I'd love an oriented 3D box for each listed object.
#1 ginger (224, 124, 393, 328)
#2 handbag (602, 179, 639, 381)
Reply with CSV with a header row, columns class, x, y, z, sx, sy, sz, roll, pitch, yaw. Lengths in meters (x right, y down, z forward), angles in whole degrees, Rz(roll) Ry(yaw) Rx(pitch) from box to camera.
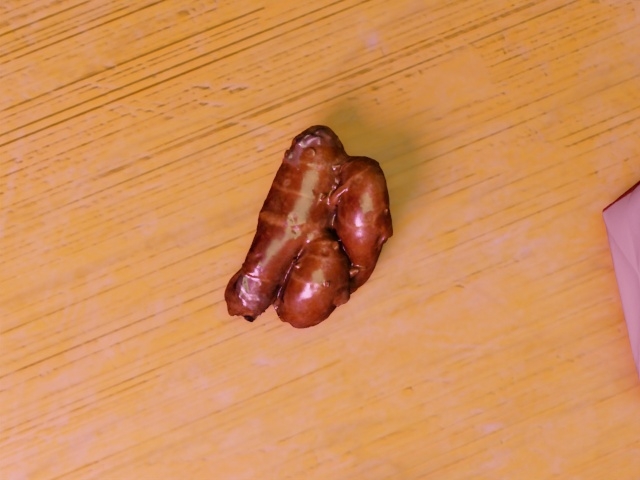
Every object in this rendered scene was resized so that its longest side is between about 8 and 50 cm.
class,x,y,z,sx,sy,sz,roll,pitch,yaw
ginger,0.000,0.000,1.251,0.103,0.073,0.162,25,89,15
handbag,0.378,0.013,1.223,0.298,0.151,0.171,-8,77,-9
